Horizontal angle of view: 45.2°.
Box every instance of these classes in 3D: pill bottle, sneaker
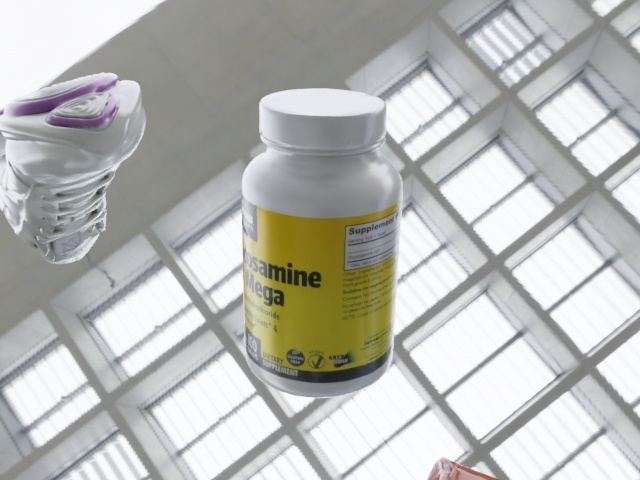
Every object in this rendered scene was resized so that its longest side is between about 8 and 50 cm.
[{"bbox_3d":[0.000,0.000,0.910,0.187,0.188,0.334,4,-67,7],"label":"pill bottle"},{"bbox_3d":[-0.210,-0.055,0.657,0.114,0.305,0.152,-24,-76,-27],"label":"sneaker"}]

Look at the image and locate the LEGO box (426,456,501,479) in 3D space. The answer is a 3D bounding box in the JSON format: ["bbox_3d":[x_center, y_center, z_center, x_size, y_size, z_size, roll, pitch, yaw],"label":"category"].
[{"bbox_3d":[0.130,0.336,0.145,0.372,0.500,0.193,20,-61,8],"label":"LEGO box"}]
